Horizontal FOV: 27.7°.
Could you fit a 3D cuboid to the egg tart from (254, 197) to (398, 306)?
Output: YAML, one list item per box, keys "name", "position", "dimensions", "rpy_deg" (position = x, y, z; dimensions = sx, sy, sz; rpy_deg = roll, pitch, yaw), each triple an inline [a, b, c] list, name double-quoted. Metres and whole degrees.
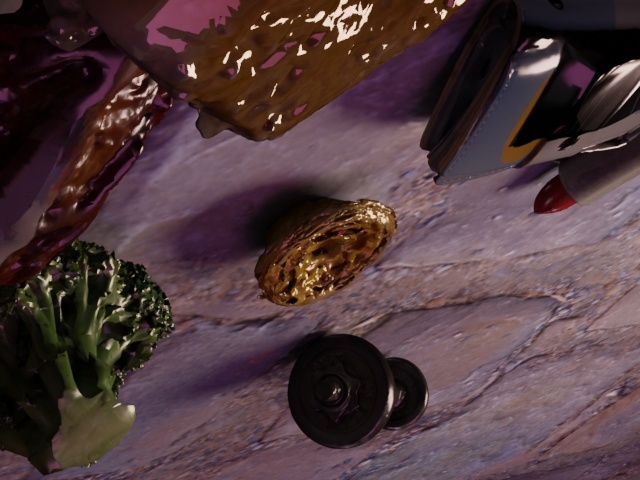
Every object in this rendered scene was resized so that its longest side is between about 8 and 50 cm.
- name: "egg tart"
  position: [0.000, 0.000, 1.009]
  dimensions: [0.128, 0.049, 0.129]
  rpy_deg: [-24, 154, -13]

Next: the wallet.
- name: "wallet"
  position: [0.188, -0.109, 0.933]
  dimensions: [0.231, 0.069, 0.170]
  rpy_deg: [-9, 147, -33]

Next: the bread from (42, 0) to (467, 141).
- name: "bread"
  position: [-0.015, -0.163, 0.493]
  dimensions: [0.246, 0.176, 0.195]
  rpy_deg: [-39, 163, 9]

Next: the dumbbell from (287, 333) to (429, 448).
- name: "dumbbell"
  position: [0.055, 0.156, 1.325]
  dimensions: [0.110, 0.110, 0.254]
  rpy_deg: [-32, 161, 17]

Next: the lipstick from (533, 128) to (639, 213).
- name: "lipstick"
  position: [0.252, -0.073, 1.086]
  dimensions: [0.186, 0.057, 0.063]
  rpy_deg: [-33, 155, 32]

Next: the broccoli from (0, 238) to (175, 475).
- name: "broccoli"
  position: [-0.185, 0.076, 0.879]
  dimensions: [0.195, 0.156, 0.195]
  rpy_deg: [-19, 124, -30]

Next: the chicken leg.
- name: "chicken leg"
  position: [-0.216, -0.023, 0.683]
  dimensions: [0.407, 0.096, 0.158]
  rpy_deg: [-26, 136, 19]
